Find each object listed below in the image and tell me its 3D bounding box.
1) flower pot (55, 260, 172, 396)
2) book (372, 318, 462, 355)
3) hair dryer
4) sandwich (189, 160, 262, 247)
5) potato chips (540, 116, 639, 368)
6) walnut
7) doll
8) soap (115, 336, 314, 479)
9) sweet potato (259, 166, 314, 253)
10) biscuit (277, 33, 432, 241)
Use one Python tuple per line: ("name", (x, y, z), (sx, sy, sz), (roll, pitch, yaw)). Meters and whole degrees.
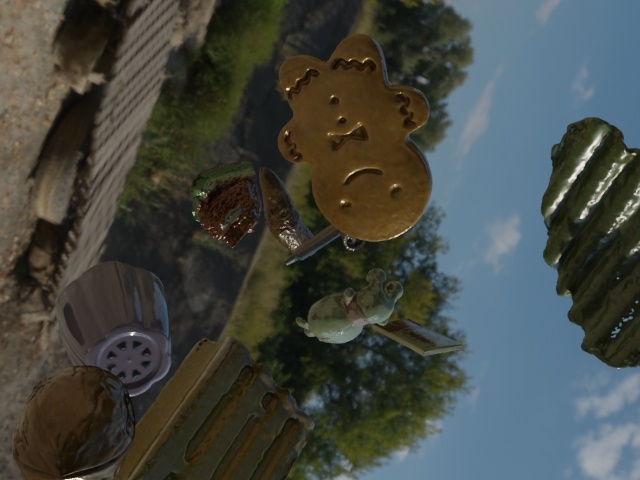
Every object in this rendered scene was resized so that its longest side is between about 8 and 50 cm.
("flower pot", (-0.440, 0.210, 1.604), (0.265, 0.265, 0.243), (-63, -147, 8))
("book", (0.288, 0.288, 2.166), (0.232, 0.162, 0.022), (22, -70, 50))
("hair dryer", (-0.001, 0.007, 1.718), (0.220, 0.053, 0.195), (-37, -154, 10))
("sandwich", (-0.189, -0.091, 1.604), (0.185, 0.160, 0.109), (-32, 148, -34))
("potato chips", (0.492, 0.017, 1.069), (0.097, 0.373, 0.389), (-28, 125, -41))
("walnut", (-0.339, 0.265, 0.997), (0.167, 0.167, 0.207), (-62, -162, 14))
("doll", (0.064, 0.173, 1.701), (0.275, 0.155, 0.113), (-30, -143, 19))
("soap", (-0.196, 0.394, 1.352), (0.156, 0.293, 0.335), (-9, -140, 48))
("sweet potato", (-0.091, -0.046, 1.881), (0.341, 0.092, 0.114), (60, 27, -46))
("biscuit", (0.061, -0.163, 1.231), (0.052, 0.275, 0.355), (-50, 126, -63))
